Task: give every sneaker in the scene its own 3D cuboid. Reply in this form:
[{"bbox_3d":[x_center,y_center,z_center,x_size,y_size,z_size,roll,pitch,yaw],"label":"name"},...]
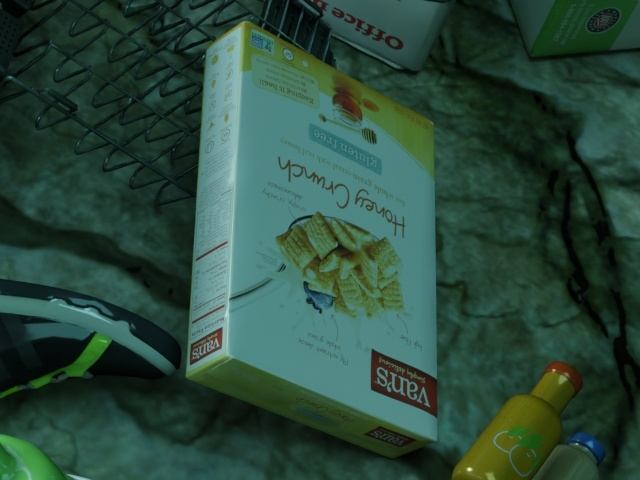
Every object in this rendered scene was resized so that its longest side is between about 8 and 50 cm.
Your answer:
[{"bbox_3d":[-0.204,0.071,1.053,0.235,0.084,0.097,12,83,-5],"label":"sneaker"}]

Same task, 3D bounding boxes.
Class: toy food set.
[{"bbox_3d":[0.191,0.186,1.043,0.232,0.111,0.104,35,60,11],"label":"toy food set"}]

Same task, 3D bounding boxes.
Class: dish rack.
[{"bbox_3d":[-0.110,-0.124,1.145,0.271,0.074,0.208,33,58,-29],"label":"dish rack"}]

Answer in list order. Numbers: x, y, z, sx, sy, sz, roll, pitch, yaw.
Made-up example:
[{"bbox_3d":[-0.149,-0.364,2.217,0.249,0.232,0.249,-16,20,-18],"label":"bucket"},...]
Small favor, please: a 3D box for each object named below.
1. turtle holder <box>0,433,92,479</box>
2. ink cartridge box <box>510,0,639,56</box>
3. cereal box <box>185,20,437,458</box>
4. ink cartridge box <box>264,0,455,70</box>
[{"bbox_3d":[-0.139,0.211,0.849,0.227,0.320,0.243,37,25,-33],"label":"turtle holder"},{"bbox_3d":[0.286,-0.241,1.258,0.273,0.198,0.115,-7,61,-17],"label":"ink cartridge box"},{"bbox_3d":[0.000,0.000,1.100,0.173,0.047,0.240,25,52,-36],"label":"cereal box"},{"bbox_3d":[0.041,-0.232,1.192,0.153,0.208,0.087,28,55,2],"label":"ink cartridge box"}]
